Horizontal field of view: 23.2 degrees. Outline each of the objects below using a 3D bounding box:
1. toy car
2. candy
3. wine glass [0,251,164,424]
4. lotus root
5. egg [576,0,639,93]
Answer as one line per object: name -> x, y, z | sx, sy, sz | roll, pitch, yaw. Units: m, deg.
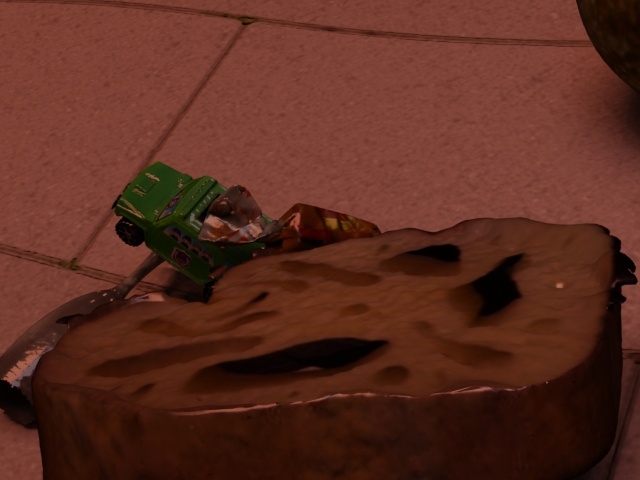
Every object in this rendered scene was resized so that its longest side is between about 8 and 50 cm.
toy car -> -0.079, -0.002, 1.197 | 0.165, 0.062, 0.071 | 35, 51, 5
candy -> 0.000, 0.000, 1.157 | 0.182, 0.046, 0.053 | 14, 48, -18
wine glass -> -0.175, 0.059, 1.208 | 0.066, 0.066, 0.198 | 14, 46, 36
lotus root -> 0.025, 0.078, 0.958 | 0.391, 0.111, 0.375 | -17, 12, -30
egg -> 0.334, -0.224, 1.235 | 0.238, 0.238, 0.289 | 17, 36, 38
